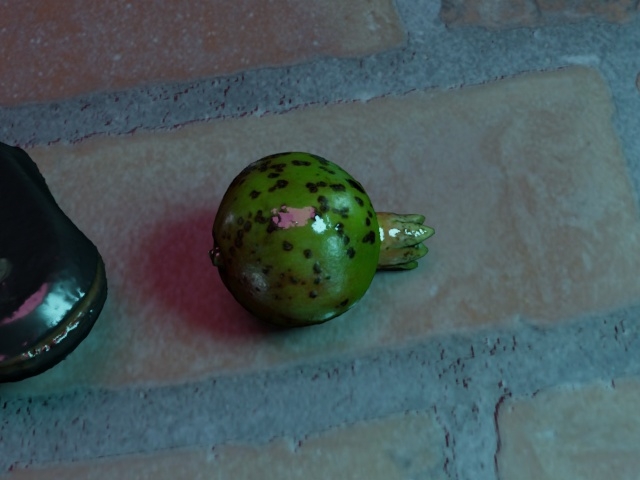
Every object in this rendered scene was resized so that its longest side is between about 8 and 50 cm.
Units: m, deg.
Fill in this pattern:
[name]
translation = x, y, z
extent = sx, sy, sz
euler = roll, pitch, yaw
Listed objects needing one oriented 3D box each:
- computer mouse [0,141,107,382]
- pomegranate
[computer mouse]
translation = -0.307, 0.023, 1.234
extent = 0.183, 0.116, 0.323
euler = -31, 45, -13
[pomegranate]
translation = 0.000, 0.000, 1.180
extent = 0.205, 0.159, 0.159
euler = -2, 45, -24
